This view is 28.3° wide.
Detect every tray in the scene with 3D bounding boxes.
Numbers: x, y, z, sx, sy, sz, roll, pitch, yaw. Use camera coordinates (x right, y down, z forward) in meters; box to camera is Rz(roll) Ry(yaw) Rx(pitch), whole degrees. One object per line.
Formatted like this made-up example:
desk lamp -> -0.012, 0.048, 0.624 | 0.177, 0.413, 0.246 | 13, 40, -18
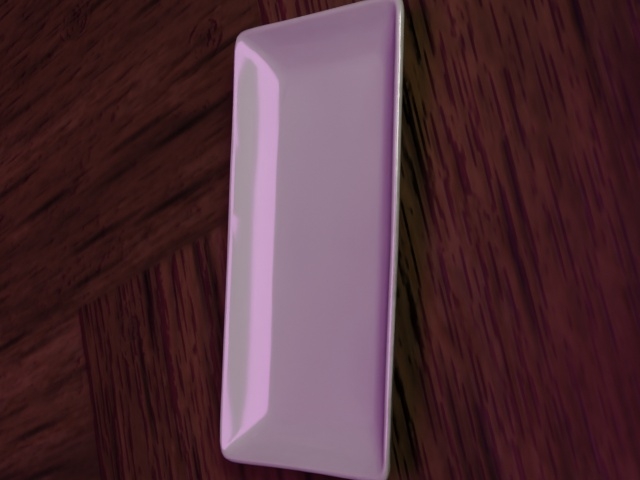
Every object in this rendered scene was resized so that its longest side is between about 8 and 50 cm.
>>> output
tray -> 0.000, 0.000, 0.748 | 0.145, 0.030, 0.270 | -3, 84, 46
